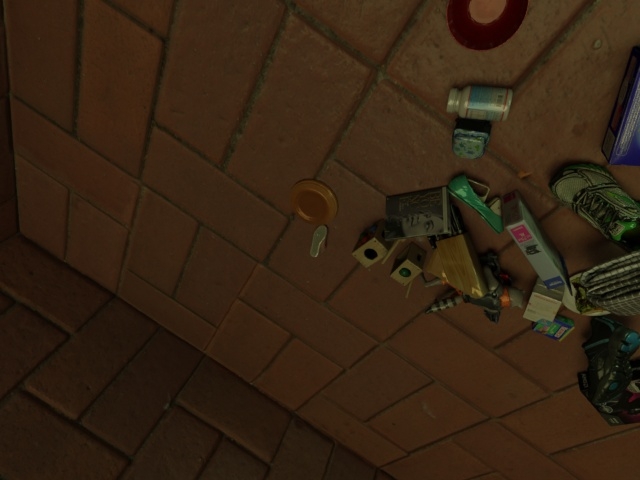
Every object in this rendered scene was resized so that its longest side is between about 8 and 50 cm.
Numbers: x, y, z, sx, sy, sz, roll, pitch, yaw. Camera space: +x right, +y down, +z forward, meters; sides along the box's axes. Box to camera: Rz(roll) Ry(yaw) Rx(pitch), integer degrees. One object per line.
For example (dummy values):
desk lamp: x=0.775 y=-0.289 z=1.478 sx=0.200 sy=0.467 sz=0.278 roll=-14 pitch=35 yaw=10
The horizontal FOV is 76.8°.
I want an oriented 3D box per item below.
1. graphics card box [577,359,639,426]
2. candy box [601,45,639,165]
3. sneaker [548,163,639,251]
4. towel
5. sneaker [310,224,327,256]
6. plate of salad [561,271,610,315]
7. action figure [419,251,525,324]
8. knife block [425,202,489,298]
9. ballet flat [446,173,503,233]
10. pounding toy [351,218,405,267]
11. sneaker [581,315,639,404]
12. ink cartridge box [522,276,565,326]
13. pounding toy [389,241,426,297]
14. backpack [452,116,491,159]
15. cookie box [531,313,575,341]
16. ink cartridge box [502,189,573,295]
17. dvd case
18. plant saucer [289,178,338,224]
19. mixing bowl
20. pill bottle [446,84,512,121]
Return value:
graphics card box: x=1.185 y=0.544 z=1.468 sx=0.233 sy=0.094 sz=0.370 roll=46 pitch=131 yaw=-13
candy box: x=0.882 y=-0.309 z=0.940 sx=0.316 sy=0.122 sz=0.269 roll=8 pitch=127 yaw=20
sneaker: x=0.802 y=-0.092 z=1.126 sx=0.343 sy=0.146 sz=0.134 roll=31 pitch=132 yaw=1
towel: x=0.921 y=0.119 z=1.131 sx=0.234 sy=0.122 sz=0.283 roll=21 pitch=143 yaw=-35
sneaker: x=0.000 y=0.000 z=1.635 sx=0.050 sy=0.070 sz=0.135 roll=22 pitch=102 yaw=19
plate of salad: x=0.914 y=0.185 z=1.349 sx=0.199 sy=0.048 sz=0.200 roll=13 pitch=129 yaw=16
action figure: x=0.560 y=0.221 z=1.457 sx=0.329 sy=0.179 sz=0.342 roll=-6 pitch=124 yaw=32
knife block: x=0.465 y=0.022 z=1.334 sx=0.275 sy=0.088 sz=0.242 roll=32 pitch=115 yaw=28
ballet flat: x=0.516 y=-0.121 z=1.282 sx=0.247 sy=0.083 sz=0.087 roll=38 pitch=117 yaw=-9
pounding toy: x=0.209 y=0.003 z=1.446 sx=0.094 sy=0.181 sz=0.206 roll=43 pitch=131 yaw=-10
sneaker: x=0.998 y=0.421 z=1.416 sx=0.124 sy=0.140 sz=0.342 roll=-9 pitch=116 yaw=-15
ink cartridge box: x=0.772 y=0.206 z=1.391 sx=0.092 sy=0.090 sz=0.143 roll=21 pitch=132 yaw=26
pounding toy: x=0.329 y=0.110 z=1.499 sx=0.100 sy=0.141 sz=0.130 roll=34 pitch=132 yaw=-3
backpack: x=0.434 y=-0.286 z=1.176 sx=0.104 sy=0.084 sz=0.114 roll=15 pitch=155 yaw=21
cookie box: x=0.850 y=0.311 z=1.479 sx=0.107 sy=0.040 sz=0.092 roll=22 pitch=130 yaw=7
ink cartridge box: x=0.665 y=0.014 z=1.241 sx=0.065 sy=0.186 sz=0.311 roll=-32 pitch=108 yaw=36
dvd case: x=0.321 y=-0.088 z=1.349 sx=0.221 sy=0.165 sz=0.018 roll=-7 pitch=155 yaw=29
plant saucer: x=-0.031 y=-0.138 z=1.546 sx=0.199 sy=0.037 sz=0.200 roll=12 pitch=128 yaw=16
mixing bowl: x=0.402 y=-0.567 z=0.979 sx=0.181 sy=0.098 sz=0.182 roll=12 pitch=129 yaw=15
pill bottle: x=0.435 y=-0.379 z=1.114 sx=0.160 sy=0.087 sz=0.087 roll=12 pitch=129 yaw=17
